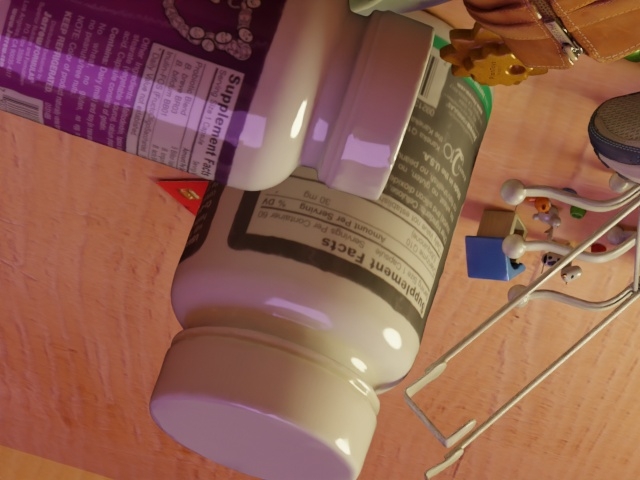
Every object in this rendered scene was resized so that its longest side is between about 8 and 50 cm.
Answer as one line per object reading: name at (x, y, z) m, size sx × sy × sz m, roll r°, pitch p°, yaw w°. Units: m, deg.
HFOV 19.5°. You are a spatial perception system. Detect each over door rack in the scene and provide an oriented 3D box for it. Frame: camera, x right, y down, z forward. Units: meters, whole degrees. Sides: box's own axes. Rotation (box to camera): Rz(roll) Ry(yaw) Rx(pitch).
over door rack at (0.173, 0.060, 1.583) m, size 0.108 × 0.324 × 0.239 m, roll 35°, pitch 164°, yaw 21°

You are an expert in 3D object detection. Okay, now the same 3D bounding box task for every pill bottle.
pill bottle at (-0.084, -0.132, 1.246) m, size 0.301 × 0.169 × 0.169 m, roll 18°, pitch 157°, yaw -2°
pill bottle at (0.000, 0.000, 1.488) m, size 0.204 × 0.361 × 0.204 m, roll 16°, pitch 157°, yaw 7°

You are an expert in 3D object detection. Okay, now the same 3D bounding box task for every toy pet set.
toy pet set at (0.195, 0.007, 1.742) m, size 0.114 × 0.065 × 0.122 m, roll 4°, pitch 153°, yaw 29°

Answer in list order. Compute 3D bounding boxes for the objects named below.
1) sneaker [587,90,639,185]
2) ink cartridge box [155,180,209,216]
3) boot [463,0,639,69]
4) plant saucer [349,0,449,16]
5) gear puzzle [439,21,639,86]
sneaker at (0.316, -0.120, 1.352) m, size 0.283 × 0.110 × 0.122 m, roll -9°, pitch 134°, yaw 35°
ink cartridge box at (-0.043, 0.000, 1.920) m, size 0.225 × 0.056 × 0.181 m, roll -2°, pitch 150°, yaw 35°
boot at (0.172, -0.194, 1.111) m, size 0.283 × 0.109 × 0.220 m, roll -10°, pitch 137°, yaw 38°
plant saucer at (-0.033, -0.252, 1.282) m, size 0.400 × 0.100 × 0.400 m, roll 15°, pitch 158°, yaw 6°
gear puzzle at (0.208, -0.168, 1.268) m, size 0.175 × 0.044 × 0.339 m, roll 24°, pitch 149°, yaw -37°
